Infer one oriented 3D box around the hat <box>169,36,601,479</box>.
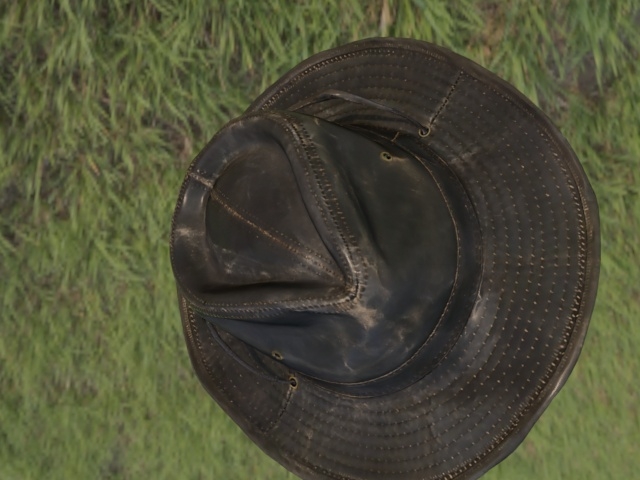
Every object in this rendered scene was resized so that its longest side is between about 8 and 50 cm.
[{"bbox_3d":[0.000,0.000,0.615,0.331,0.331,0.134,-21,157,27],"label":"hat"}]
